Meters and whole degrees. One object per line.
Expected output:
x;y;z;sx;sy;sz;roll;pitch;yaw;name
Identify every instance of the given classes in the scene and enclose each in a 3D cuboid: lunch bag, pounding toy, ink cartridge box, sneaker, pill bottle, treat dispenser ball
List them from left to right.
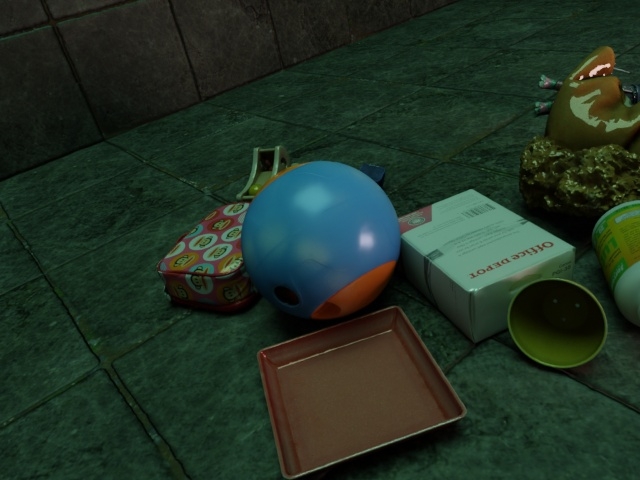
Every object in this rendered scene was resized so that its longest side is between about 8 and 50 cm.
-0.215;0.022;1.154;0.258;0.120;0.293;4;36;28;lunch bag
-0.103;-0.166;1.384;0.155;0.154;0.269;-1;33;19;pounding toy
0.000;0.000;0.945;0.288;0.288;0.288;-10;31;6;treat dispenser ball
0.126;-0.147;1.352;0.067;0.065;0.098;16;38;15;lunch bag
0.278;0.033;0.949;0.207;0.117;0.283;-21;31;-12;ink cartridge box
0.883;-0.362;1.372;0.164;0.086;0.226;0;22;1;sneaker
0.521;0.052;0.806;0.137;0.136;0.245;-4;32;16;pill bottle

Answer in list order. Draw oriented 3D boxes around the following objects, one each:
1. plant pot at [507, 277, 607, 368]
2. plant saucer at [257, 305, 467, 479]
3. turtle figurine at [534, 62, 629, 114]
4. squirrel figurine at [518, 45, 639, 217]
0.366;0.115;0.794;0.134;0.134;0.095;9;12;33;plant pot
0.049;0.226;0.794;0.259;0.047;0.258;-18;31;-6;plant saucer
0.757;-0.422;1.513;0.234;0.118;0.175;11;80;37;turtle figurine
0.627;-0.154;1.043;0.397;0.281;0.370;-39;48;-13;squirrel figurine
